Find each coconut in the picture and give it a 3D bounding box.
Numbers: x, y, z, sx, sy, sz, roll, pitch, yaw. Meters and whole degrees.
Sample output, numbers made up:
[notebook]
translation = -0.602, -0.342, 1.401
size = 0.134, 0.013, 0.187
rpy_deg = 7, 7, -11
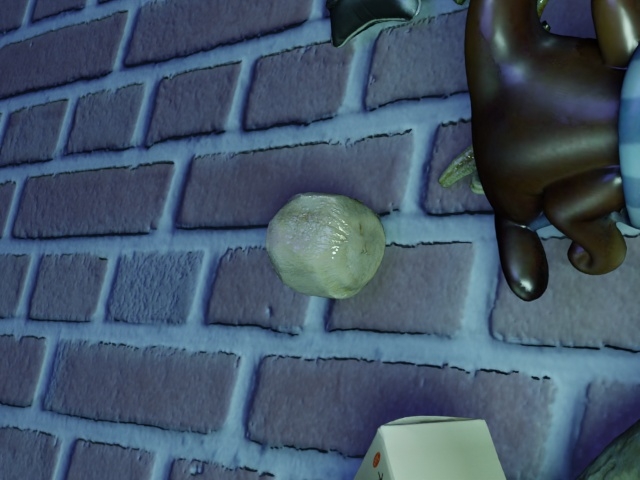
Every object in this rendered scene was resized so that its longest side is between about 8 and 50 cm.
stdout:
[coconut]
translation = 0.000, 0.000, 1.159
size = 0.124, 0.110, 0.110
rpy_deg = 11, 81, 43

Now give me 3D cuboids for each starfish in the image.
[starfish]
translation = 0.160, -0.126, 1.054
size = 0.217, 0.050, 0.223
rpy_deg = -90, 23, -43

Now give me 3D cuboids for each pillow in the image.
[pillow]
translation = 0.057, -0.264, 1.256
size = 0.135, 0.055, 0.091
rpy_deg = -12, 46, 43

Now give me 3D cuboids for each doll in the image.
[doll]
translation = 0.262, -0.103, 0.846
size = 0.339, 0.209, 0.318
rpy_deg = 5, 93, 48

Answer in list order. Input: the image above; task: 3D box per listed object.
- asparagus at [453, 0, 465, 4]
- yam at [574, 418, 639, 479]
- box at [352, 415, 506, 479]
[asparagus]
translation = 0.170, -0.281, 1.165
size = 0.114, 0.014, 0.015
rpy_deg = -53, 21, 19
[yam]
translation = 0.266, 0.145, 0.773
size = 0.330, 0.133, 0.133
rpy_deg = -46, 44, 28
[box]
translation = 0.076, 0.259, 0.897
size = 0.212, 0.095, 0.168
rpy_deg = 110, 154, -47
